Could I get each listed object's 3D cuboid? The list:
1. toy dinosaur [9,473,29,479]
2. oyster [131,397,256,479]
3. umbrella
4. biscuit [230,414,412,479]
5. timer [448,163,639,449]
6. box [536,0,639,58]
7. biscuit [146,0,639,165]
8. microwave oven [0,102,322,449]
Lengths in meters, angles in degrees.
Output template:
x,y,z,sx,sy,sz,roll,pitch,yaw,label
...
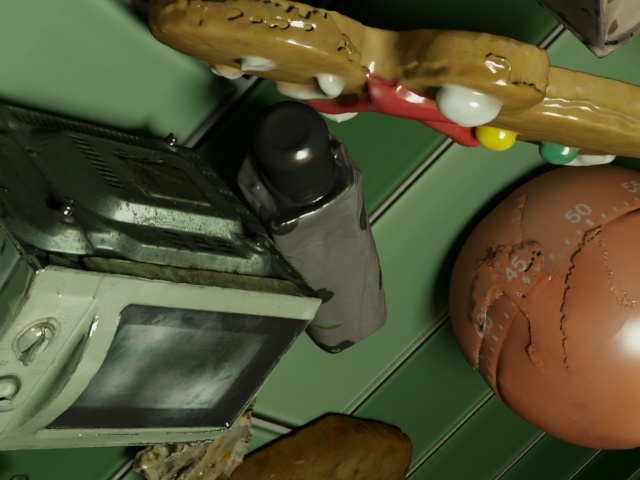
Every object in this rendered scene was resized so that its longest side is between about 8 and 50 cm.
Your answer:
x,y,z,sx,sy,sz,roll,pitch,yaw,label
-0.315,0.237,0.823,0.292,0.079,0.120,-27,145,-16,toy dinosaur
-0.094,0.154,0.982,0.105,0.056,0.177,-36,152,-32,oyster
0.000,0.000,0.824,0.073,0.067,0.337,-40,160,-7,umbrella
-0.054,0.300,1.226,0.359,0.046,0.359,-27,147,-20,biscuit
0.229,0.052,1.060,0.230,0.215,0.229,-29,142,-26,timer
0.174,-0.279,0.595,0.297,0.190,0.225,-37,151,-6,box
0.064,-0.080,0.708,0.340,0.216,0.047,9,90,-29,biscuit
-0.124,0.015,0.660,0.205,0.163,0.129,9,124,-53,microwave oven
